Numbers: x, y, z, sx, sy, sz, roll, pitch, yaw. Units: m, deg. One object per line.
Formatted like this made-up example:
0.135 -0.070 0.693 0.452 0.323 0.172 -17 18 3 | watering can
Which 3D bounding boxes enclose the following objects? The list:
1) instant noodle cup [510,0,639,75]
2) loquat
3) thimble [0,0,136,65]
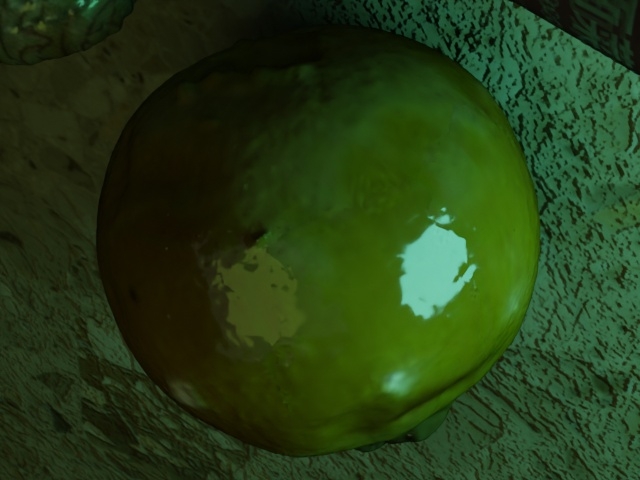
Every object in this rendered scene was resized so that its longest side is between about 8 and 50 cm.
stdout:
0.220 -0.188 1.013 0.178 0.235 0.235 25 141 20 | instant noodle cup
0.000 0.000 1.261 0.328 0.328 0.328 16 139 15 | loquat
-0.232 -0.222 1.300 0.190 0.137 0.143 10 138 38 | thimble
